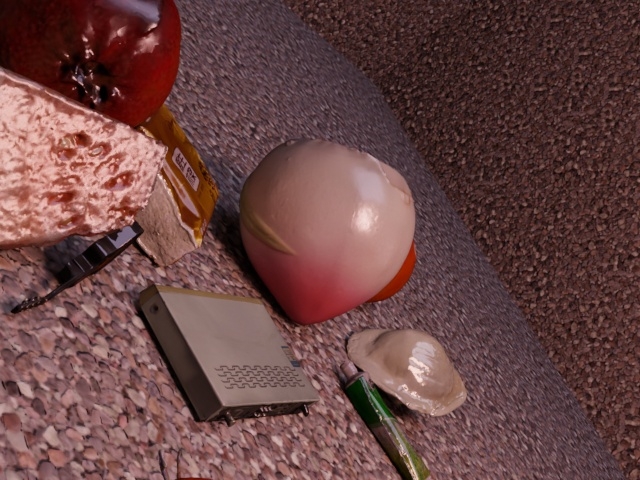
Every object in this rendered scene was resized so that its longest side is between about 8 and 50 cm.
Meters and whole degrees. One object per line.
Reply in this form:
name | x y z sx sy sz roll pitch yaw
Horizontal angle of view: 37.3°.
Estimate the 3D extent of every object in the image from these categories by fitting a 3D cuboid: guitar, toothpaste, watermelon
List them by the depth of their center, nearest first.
watermelon | -0.302 -0.090 1.055 0.256 0.193 0.139 6 12 -36
guitar | -0.279 0.034 1.079 0.025 0.088 0.233 51 26 -3
toothpaste | 0.108 0.303 1.553 0.248 0.047 0.078 56 19 10

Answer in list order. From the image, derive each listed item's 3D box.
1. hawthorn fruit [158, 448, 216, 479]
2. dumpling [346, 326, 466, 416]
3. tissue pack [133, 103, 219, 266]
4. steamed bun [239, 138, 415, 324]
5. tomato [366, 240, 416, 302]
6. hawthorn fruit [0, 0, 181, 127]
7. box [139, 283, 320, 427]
hawthorn fruit | -0.098 0.291 0.789 0.211 0.211 0.299 36 12 -41
dumpling | 0.156 0.241 1.688 0.216 0.126 0.166 50 32 -12
tissue pack | -0.232 -0.085 1.375 0.183 0.092 0.226 57 11 -18
steamed bun | 0.000 0.000 1.574 0.309 0.309 0.309 45 18 -19
tomato | 0.086 -0.002 1.907 0.260 0.180 0.260 51 20 -26
hawthorn fruit | -0.333 -0.285 1.285 0.265 0.265 0.307 34 21 -45
box | -0.116 0.156 1.276 0.211 0.045 0.270 57 17 19
